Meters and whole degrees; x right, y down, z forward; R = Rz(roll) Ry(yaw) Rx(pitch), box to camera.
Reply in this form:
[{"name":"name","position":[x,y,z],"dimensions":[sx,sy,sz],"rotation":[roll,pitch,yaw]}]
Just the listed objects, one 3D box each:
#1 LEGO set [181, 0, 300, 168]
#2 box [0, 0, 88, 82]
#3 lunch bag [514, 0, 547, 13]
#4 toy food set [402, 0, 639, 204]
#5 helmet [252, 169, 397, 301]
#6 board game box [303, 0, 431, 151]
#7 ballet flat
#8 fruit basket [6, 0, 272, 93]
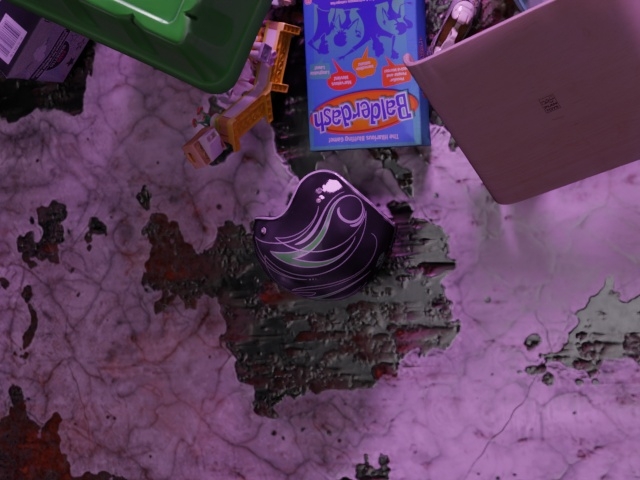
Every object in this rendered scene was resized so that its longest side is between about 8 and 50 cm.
[{"name":"LEGO set","position":[-0.123,-0.220,1.410],"dimensions":[0.107,0.132,0.287],"rotation":[17,78,26]},{"name":"box","position":[-0.403,-0.374,1.510],"dimensions":[0.163,0.142,0.247],"rotation":[41,109,13]},{"name":"lunch bag","position":[0.344,-0.364,1.214],"dimensions":[0.279,0.108,0.224],"rotation":[-31,82,22]},{"name":"toy food set","position":[0.274,-0.183,1.211],"dimensions":[0.306,0.092,0.219],"rotation":[-21,116,35]},{"name":"helmet","position":[0.000,0.000,1.360],"dimensions":[0.169,0.169,0.161],"rotation":[41,91,15]},{"name":"board game box","position":[0.061,-0.225,1.377],"dimensions":[0.160,0.047,0.210],"rotation":[-2,94,23]},{"name":"ballet flat","position":[0.174,-0.272,1.329],"dimensions":[0.041,0.041,0.114],"rotation":[33,106,17]},{"name":"fruit basket","position":[-0.218,-0.375,1.305],"dimensions":[0.392,0.392,0.283],"rotation":[27,98,19]}]
